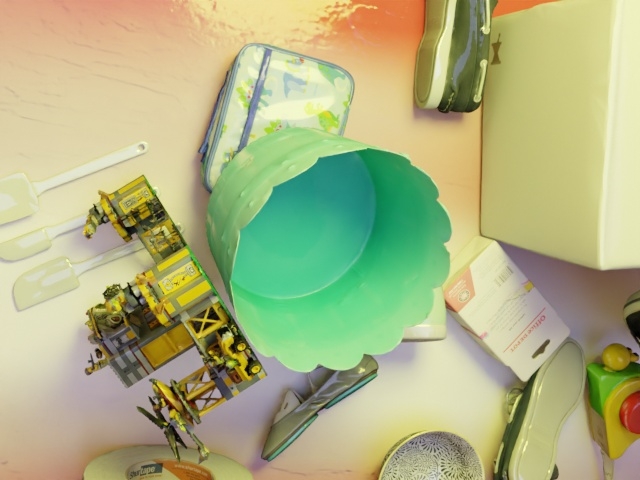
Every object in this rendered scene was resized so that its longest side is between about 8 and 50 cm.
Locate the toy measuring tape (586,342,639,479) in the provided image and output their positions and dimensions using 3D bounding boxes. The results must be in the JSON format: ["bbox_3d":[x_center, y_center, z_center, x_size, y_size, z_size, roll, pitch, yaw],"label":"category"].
[{"bbox_3d":[0.497,0.306,1.305,0.121,0.121,0.330,-18,111,-13],"label":"toy measuring tape"}]

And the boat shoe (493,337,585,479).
[{"bbox_3d":[0.333,0.266,1.251,0.095,0.079,0.255,29,69,-18],"label":"boat shoe"}]

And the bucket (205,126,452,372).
[{"bbox_3d":[0.000,0.000,0.987,0.281,0.183,0.281,-8,113,-19],"label":"bucket"}]

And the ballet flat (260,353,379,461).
[{"bbox_3d":[-0.013,0.227,1.177,0.213,0.072,0.068,-37,78,-9],"label":"ballet flat"}]

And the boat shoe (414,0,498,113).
[{"bbox_3d":[0.198,-0.328,1.132,0.091,0.114,0.303,4,109,-15],"label":"boat shoe"}]

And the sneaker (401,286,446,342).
[{"bbox_3d":[0.048,0.067,1.161,0.255,0.094,0.151,1,78,-4],"label":"sneaker"}]

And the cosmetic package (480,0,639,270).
[{"bbox_3d":[0.465,-0.152,1.112,0.393,0.329,0.328,-2,99,-15],"label":"cosmetic package"}]

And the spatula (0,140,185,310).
[{"bbox_3d":[-0.314,-0.029,1.073,0.242,0.019,0.168,-24,103,-11],"label":"spatula"}]

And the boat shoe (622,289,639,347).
[{"bbox_3d":[0.523,0.137,1.108,0.186,0.500,0.156,-2,79,11],"label":"boat shoe"}]

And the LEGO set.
[{"bbox_3d":[-0.218,0.091,0.975,0.192,0.331,0.255,-32,131,-8],"label":"LEGO set"}]

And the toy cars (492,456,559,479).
[{"bbox_3d":[0.410,0.480,1.295,0.393,0.087,0.176,36,70,-3],"label":"toy cars"}]

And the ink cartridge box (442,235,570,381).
[{"bbox_3d":[0.269,0.104,1.230,0.115,0.067,0.198,-45,105,-6],"label":"ink cartridge box"}]

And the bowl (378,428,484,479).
[{"bbox_3d":[0.151,0.351,1.224,0.170,0.080,0.170,-2,98,-15],"label":"bowl"}]

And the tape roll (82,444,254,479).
[{"bbox_3d":[-0.196,0.335,1.052,0.219,0.219,0.072,5,97,-16],"label":"tape roll"}]

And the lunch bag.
[{"bbox_3d":[-0.062,-0.143,1.092,0.176,0.090,0.219,17,92,-14],"label":"lunch bag"}]
